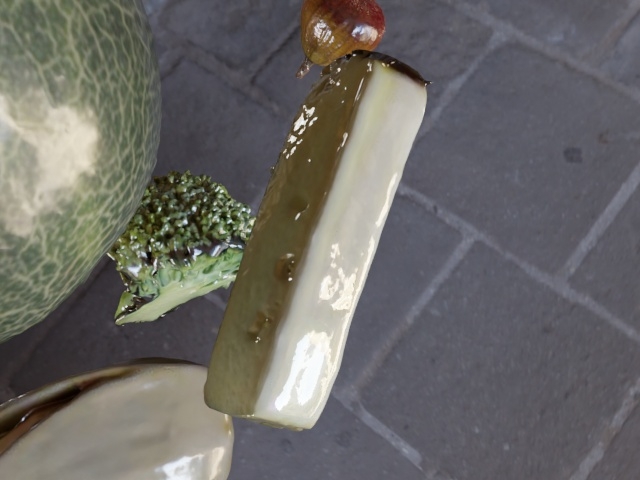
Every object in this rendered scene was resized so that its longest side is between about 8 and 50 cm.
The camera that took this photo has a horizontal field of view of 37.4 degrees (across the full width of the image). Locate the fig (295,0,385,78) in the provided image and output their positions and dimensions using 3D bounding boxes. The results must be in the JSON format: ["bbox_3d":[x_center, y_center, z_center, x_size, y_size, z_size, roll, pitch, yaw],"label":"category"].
[{"bbox_3d":[0.025,-0.291,1.303,0.119,0.153,0.119,5,67,-12],"label":"fig"}]

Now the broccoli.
[{"bbox_3d":[-0.221,-0.005,1.370,0.273,0.242,0.180,-30,71,38],"label":"broccoli"}]

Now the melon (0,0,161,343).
[{"bbox_3d":[-0.202,-0.092,0.363,0.237,0.237,0.302,-42,110,-4],"label":"melon"}]

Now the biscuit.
[{"bbox_3d":[0.000,0.000,0.461,0.056,0.052,0.188,9,78,52],"label":"biscuit"}]

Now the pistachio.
[{"bbox_3d":[-0.212,0.204,0.865,0.288,0.197,0.166,-23,47,-13],"label":"pistachio"}]
